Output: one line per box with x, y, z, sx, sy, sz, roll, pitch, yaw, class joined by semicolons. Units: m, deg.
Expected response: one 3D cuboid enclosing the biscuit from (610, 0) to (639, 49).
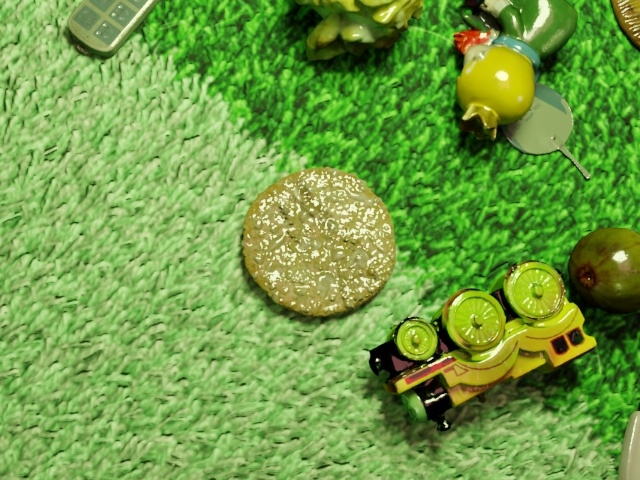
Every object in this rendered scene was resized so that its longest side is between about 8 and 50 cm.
0.554;-0.345;1.399;0.229;0.031;0.176;3;80;-5;biscuit

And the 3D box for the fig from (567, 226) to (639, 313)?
0.451;0.022;1.291;0.236;0.124;0.124;-22;81;-34;fig

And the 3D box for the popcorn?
0.051;-0.344;1.284;0.198;0.198;0.212;18;103;-2;popcorn

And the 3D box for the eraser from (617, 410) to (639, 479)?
0.467;0.380;1.226;0.204;0.059;0.243;28;74;0;eraser

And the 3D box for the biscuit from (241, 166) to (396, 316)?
0.000;0.000;1.268;0.220;0.033;0.219;2;78;-8;biscuit

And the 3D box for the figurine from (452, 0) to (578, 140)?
0.242;-0.266;1.310;0.185;0.127;0.234;34;90;13;figurine

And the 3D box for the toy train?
0.215;0.140;1.228;0.296;0.100;0.160;-24;84;-10;toy train

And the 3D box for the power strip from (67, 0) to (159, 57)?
-0.273;-0.358;1.313;0.080;0.029;0.227;35;77;2;power strip

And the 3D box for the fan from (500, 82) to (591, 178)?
0.338;-0.157;1.350;0.113;0.005;0.175;-40;84;-13;fan
